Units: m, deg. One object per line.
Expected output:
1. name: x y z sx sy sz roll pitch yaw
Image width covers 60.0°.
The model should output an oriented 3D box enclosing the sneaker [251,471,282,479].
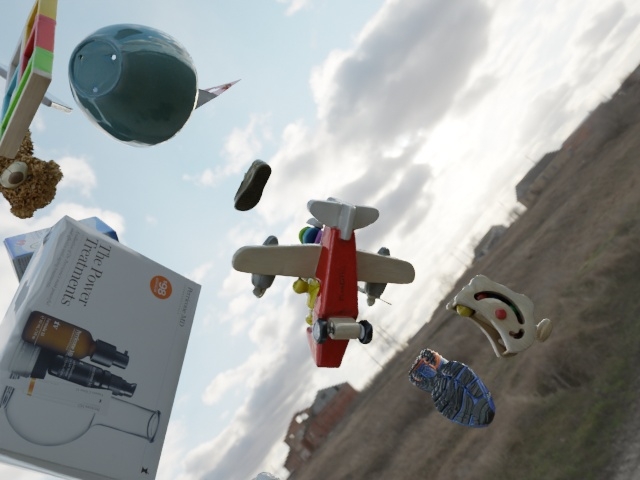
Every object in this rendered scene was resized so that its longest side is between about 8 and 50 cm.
1. sneaker: -0.047 0.619 1.256 0.262 0.121 0.099 31 -92 -33

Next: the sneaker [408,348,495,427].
1. sneaker: 0.221 0.234 0.878 0.083 0.087 0.221 -62 12 2

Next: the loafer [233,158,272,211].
1. loafer: -0.160 -0.130 1.305 0.056 0.050 0.148 18 -56 -33

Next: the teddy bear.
1. teddy bear: -0.784 -0.200 1.313 0.245 0.338 0.113 -31 -16 -28

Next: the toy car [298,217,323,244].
1. toy car: 0.000 0.000 2.229 0.136 0.182 0.159 -144 73 -83

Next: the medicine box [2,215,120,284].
1. medicine box: -0.789 0.048 1.712 0.289 0.263 0.149 -20 -67 -30

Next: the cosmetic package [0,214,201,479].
1. cosmetic package: -0.370 0.185 0.911 0.097 0.284 0.377 -26 44 35

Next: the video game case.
1. video game case: -0.802 -0.422 1.513 0.023 0.212 0.193 -57 11 1

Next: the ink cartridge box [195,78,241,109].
1. ink cartridge box: -0.511 -0.501 1.955 0.385 0.308 0.091 -46 -57 -37

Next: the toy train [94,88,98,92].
1. toy train: -0.535 -0.393 1.534 0.080 0.105 0.184 -31 -19 26

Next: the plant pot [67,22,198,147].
1. plant pot: -0.457 -0.369 1.270 0.290 0.290 0.195 -51 -9 10

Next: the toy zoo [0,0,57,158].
1. toy zoo: -0.509 -0.310 0.968 0.030 0.293 0.192 17 -45 -38

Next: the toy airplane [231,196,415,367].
1. toy airplane: 0.017 0.075 1.415 0.384 0.386 0.272 -44 11 -21

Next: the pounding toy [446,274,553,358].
1. pounding toy: 0.450 0.219 1.419 0.154 0.270 0.155 -61 -6 -26
